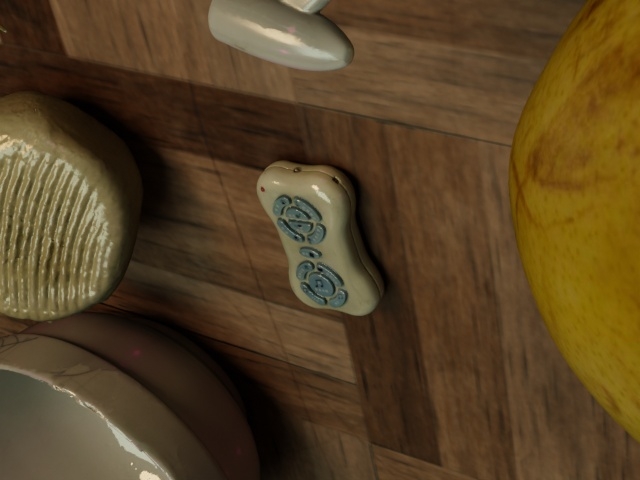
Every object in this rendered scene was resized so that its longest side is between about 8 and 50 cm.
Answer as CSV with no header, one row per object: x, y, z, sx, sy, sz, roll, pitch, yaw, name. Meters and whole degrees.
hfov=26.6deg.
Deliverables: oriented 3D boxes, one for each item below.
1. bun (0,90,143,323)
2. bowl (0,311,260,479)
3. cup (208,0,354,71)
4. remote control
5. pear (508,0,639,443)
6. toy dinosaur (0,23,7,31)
-0.208,-0.030,1.022,0.166,0.113,0.173,43,120,-11,bun
-0.165,0.170,1.161,0.287,0.144,0.287,23,140,21,bowl
-0.006,-0.230,0.618,0.173,0.167,0.300,27,115,32,cup
0.000,0.000,0.942,0.074,0.032,0.122,8,132,36,remote control
0.211,-0.021,0.556,0.280,0.281,0.281,23,140,21,pear
-0.286,-0.201,0.980,0.180,0.037,0.058,38,147,4,toy dinosaur
